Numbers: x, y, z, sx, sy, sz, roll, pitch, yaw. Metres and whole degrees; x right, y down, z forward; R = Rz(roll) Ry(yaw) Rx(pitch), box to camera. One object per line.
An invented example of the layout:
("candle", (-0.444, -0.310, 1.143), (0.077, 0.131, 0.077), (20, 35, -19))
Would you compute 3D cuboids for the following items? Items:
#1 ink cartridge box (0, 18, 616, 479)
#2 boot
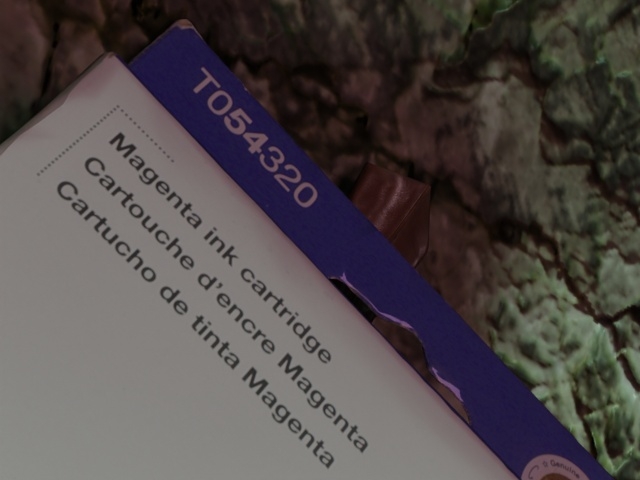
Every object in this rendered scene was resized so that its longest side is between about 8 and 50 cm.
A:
("ink cartridge box", (-0.015, 0.098, 0.695), (0.324, 0.071, 0.330), (46, 48, -4))
("boot", (0.000, 0.000, 0.841), (0.114, 0.037, 0.106), (-53, 134, -25))
